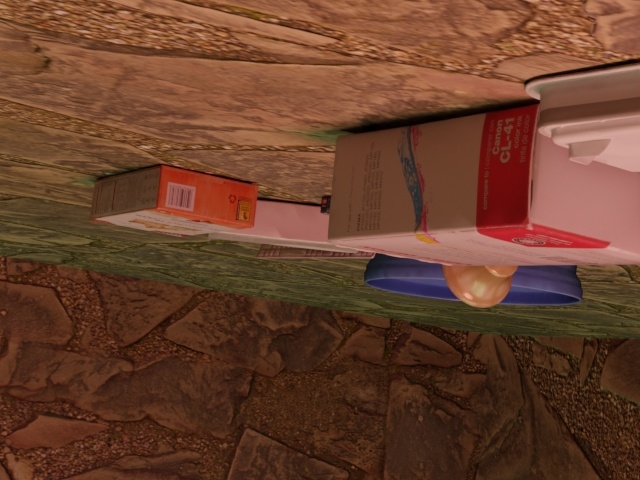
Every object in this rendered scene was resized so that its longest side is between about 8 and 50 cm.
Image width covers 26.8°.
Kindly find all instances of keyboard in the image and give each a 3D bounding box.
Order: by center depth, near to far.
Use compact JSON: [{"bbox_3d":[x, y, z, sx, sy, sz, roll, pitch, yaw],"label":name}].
[{"bbox_3d":[0.000,0.000,2.197,0.256,0.072,0.014,-1,138,42],"label":"keyboard"}]

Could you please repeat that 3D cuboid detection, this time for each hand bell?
[{"bbox_3d":[0.294,0.011,2.044,0.126,0.126,0.242,8,159,-19],"label":"hand bell"}]

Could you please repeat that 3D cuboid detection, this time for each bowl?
[{"bbox_3d":[0.274,0.057,2.408,0.391,0.077,0.391,6,173,1],"label":"bowl"}]

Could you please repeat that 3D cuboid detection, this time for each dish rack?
[{"bbox_3d":[0.372,-0.094,1.164,0.285,0.072,0.333,10,172,-39],"label":"dish rack"}]

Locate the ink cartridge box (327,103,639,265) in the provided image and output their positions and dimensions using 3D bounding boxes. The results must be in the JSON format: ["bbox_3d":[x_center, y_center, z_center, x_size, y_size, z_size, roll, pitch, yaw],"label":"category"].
[{"bbox_3d":[0.187,-0.047,1.424,0.226,0.131,0.306,11,173,-39],"label":"ink cartridge box"}]

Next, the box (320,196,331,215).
[{"bbox_3d":[0.079,-0.041,1.966,0.094,0.027,0.137,1,172,42],"label":"box"}]

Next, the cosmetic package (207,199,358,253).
[{"bbox_3d":[-0.052,-0.025,2.064,0.239,0.060,0.099,6,175,-5],"label":"cosmetic package"}]

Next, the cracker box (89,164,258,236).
[{"bbox_3d":[-0.215,-0.053,1.940,0.155,0.067,0.232,11,172,-32],"label":"cracker box"}]
